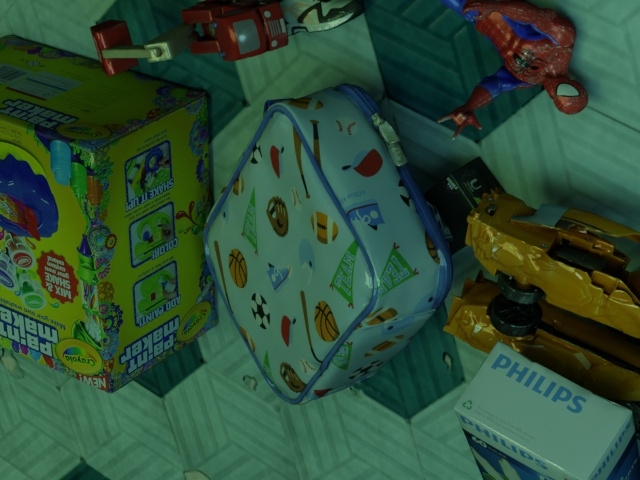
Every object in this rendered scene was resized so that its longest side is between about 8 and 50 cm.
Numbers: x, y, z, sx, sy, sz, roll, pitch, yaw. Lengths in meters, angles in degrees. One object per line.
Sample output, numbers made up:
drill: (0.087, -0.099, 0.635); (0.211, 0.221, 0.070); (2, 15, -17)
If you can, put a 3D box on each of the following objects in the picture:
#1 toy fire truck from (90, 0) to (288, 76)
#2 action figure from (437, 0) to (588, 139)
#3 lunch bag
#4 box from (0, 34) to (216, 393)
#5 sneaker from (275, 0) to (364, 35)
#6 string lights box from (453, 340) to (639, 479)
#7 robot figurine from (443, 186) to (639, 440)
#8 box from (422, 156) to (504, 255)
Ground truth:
toy fire truck: (-0.127, -0.193, 1.639); (0.192, 0.135, 0.047); (21, 129, 61)
action figure: (0.110, -0.200, 1.456); (0.280, 0.139, 0.091); (47, 134, 8)
lunch bag: (0.000, 0.000, 1.612); (0.243, 0.115, 0.303); (63, 149, 18)
box: (-0.277, -0.035, 1.828); (0.290, 0.177, 0.279); (18, 123, 32)
sneaker: (-0.007, -0.216, 1.605); (0.109, 0.040, 0.044); (-2, 108, 40)
string lights box: (0.210, 0.197, 1.523); (0.133, 0.077, 0.260); (28, 162, 26)
robot figurine: (0.256, 0.069, 1.476); (0.291, 0.085, 0.211); (23, 134, 16)
box: (0.124, -0.026, 1.585); (0.083, 0.052, 0.062); (-38, 86, 43)
